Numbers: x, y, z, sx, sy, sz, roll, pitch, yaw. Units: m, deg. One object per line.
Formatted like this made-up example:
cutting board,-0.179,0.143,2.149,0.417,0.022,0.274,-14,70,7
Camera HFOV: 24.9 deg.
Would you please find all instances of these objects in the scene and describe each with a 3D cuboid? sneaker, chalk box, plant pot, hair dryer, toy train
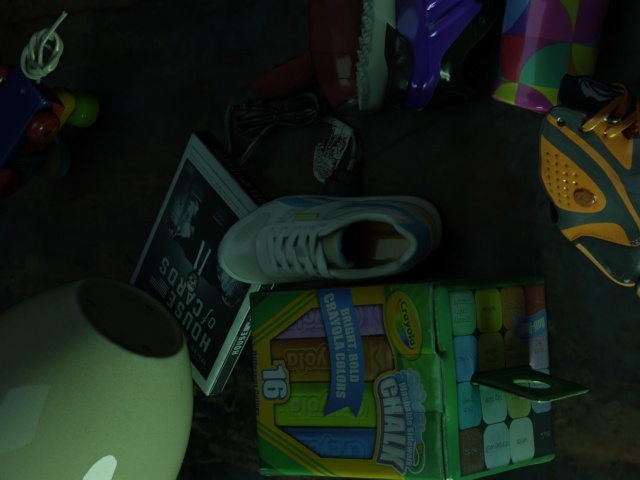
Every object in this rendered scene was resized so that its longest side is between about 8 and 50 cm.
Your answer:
sneaker,0.000,0.000,1.422,0.228,0.092,0.087,-9,100,19
chalk box,0.100,0.122,1.332,0.289,0.180,0.179,-6,87,39
plant pot,-0.247,0.152,1.562,0.284,0.284,0.191,49,117,29
sneaker,0.281,-0.101,1.153,0.180,0.124,0.321,37,125,8
hair dryer,-0.019,-0.178,1.495,0.223,0.080,0.294,32,110,36
toy train,-0.315,-0.164,1.715,0.105,0.143,0.248,48,114,20
sneaker,0.119,-0.260,1.343,0.146,0.102,0.293,6,111,-4

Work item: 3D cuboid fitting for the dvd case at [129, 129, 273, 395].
dvd case,-0.124,0.026,1.596,0.179,0.029,0.239,48,128,30

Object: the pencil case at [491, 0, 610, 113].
pencil case,0.215,-0.223,1.287,0.104,0.104,0.236,15,102,39
